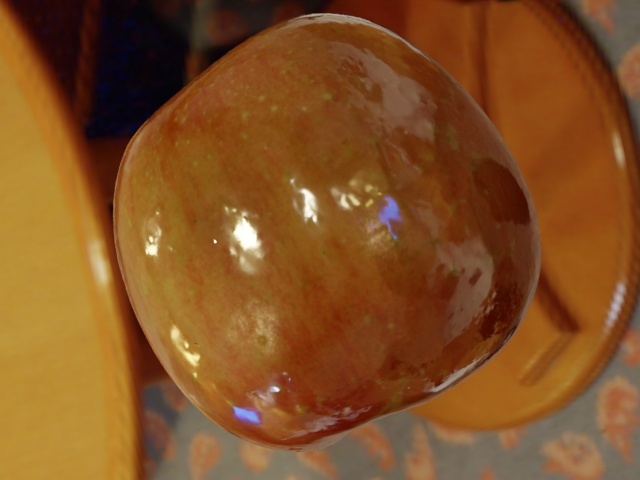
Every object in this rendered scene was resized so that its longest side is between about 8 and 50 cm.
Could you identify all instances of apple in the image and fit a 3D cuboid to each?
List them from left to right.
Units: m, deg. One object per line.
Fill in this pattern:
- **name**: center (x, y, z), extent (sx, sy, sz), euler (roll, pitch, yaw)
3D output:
- **apple**: center (0.000, 0.000, 0.747), extent (0.168, 0.181, 0.181), euler (54, 135, 2)
